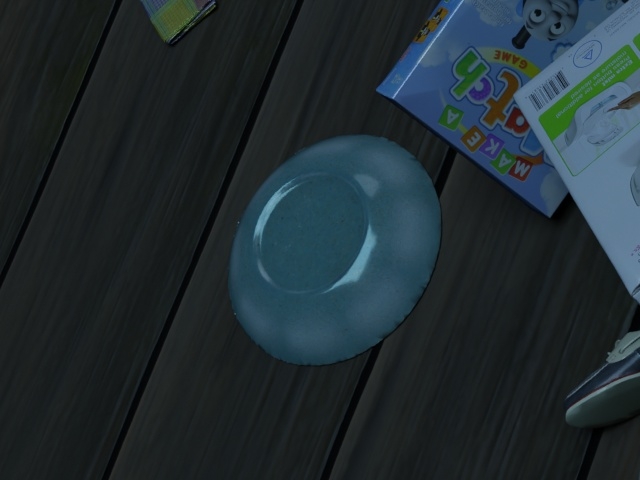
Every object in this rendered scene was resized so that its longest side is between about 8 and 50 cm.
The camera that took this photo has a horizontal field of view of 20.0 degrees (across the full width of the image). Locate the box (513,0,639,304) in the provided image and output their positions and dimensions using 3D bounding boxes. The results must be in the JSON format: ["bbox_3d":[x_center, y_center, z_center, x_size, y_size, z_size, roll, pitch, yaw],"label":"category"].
[{"bbox_3d":[0.288,-0.083,1.168,0.262,0.127,0.231,-39,38,13],"label":"box"}]

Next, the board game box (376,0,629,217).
[{"bbox_3d":[0.163,-0.146,1.296,0.211,0.160,0.039,-55,24,2],"label":"board game box"}]

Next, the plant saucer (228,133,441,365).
[{"bbox_3d":[0.000,0.000,1.413,0.195,0.037,0.195,-13,63,28],"label":"plant saucer"}]

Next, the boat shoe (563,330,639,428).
[{"bbox_3d":[0.221,0.080,1.227,0.137,0.049,0.043,-34,52,13],"label":"boat shoe"}]

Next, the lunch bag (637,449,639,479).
[{"bbox_3d":[0.328,0.133,0.980,0.256,0.212,0.305,30,125,36],"label":"lunch bag"}]

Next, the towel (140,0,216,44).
[{"bbox_3d":[-0.129,-0.215,1.610,0.060,0.009,0.083,-42,52,12],"label":"towel"}]
